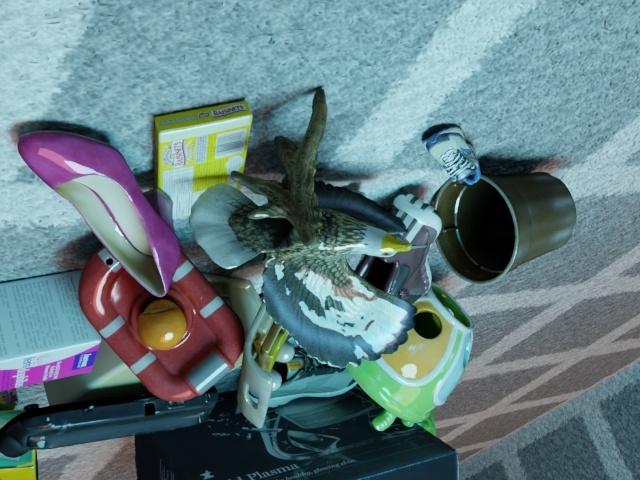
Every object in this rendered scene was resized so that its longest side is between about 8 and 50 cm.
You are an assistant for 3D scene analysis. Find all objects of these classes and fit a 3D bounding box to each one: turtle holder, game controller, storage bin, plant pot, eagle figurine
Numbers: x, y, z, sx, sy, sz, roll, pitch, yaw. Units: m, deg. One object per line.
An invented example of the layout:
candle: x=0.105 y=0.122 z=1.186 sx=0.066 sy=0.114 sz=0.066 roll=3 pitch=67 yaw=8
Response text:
turtle holder: x=0.173 y=0.200 z=1.802 sx=0.227 sy=0.243 sz=0.320 roll=-45 pitch=142 yaw=13
game controller: x=-0.312 y=0.263 z=1.460 sx=0.319 sy=0.067 sz=0.166 roll=-1 pitch=165 yaw=-38
storage bin: x=-0.249 y=0.160 z=1.498 sx=0.262 sy=0.123 sz=0.260 roll=-33 pitch=155 yaw=26
plant pot: x=0.284 y=-0.032 z=1.482 sx=0.165 sy=0.167 sz=0.167 roll=-13 pitch=158 yaw=-36
eagle figurine: x=0.009 y=0.005 z=1.192 sx=0.226 sy=0.225 sz=0.298 roll=-45 pitch=155 yaw=-7

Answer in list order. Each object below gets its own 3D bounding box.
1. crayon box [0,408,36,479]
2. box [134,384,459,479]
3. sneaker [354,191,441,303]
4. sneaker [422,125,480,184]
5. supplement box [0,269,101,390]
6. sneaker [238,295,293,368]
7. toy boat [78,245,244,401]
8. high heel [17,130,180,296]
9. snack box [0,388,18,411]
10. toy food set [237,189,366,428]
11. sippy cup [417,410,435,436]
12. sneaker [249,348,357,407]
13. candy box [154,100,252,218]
crayon box: x=-0.643 y=0.374 z=1.589 sx=0.363 sy=0.106 sz=0.313 roll=-1 pitch=154 yaw=-15
box: x=-0.057 y=0.496 z=1.912 sx=0.480 sy=0.297 sz=0.472 roll=-9 pitch=-165 yaw=-26
sneaker: x=0.093 y=0.058 z=1.498 sx=0.162 sy=0.106 sz=0.281 roll=-52 pitch=161 yaw=-26
sneaker: x=0.184 y=-0.110 z=1.330 sx=0.052 sy=0.058 sz=0.135 roll=-31 pitch=155 yaw=23
supplement box: x=-0.412 y=0.126 z=1.293 sx=0.220 sy=0.114 sz=0.111 roll=-12 pitch=155 yaw=-25
sneaker: x=-0.059 y=0.124 z=1.662 sx=0.222 sy=0.083 sz=0.118 roll=-38 pitch=171 yaw=23
toy boat: x=-0.201 y=0.098 z=1.241 sx=0.151 sy=0.231 sz=0.151 roll=-41 pitch=-172 yaw=-5
high heel: x=-0.234 y=-0.026 z=1.062 sx=0.082 sy=0.117 sz=0.244 roll=-14 pitch=154 yaw=18
snack box: x=-0.562 y=0.280 z=1.612 sx=0.100 sy=0.037 sz=0.141 roll=-4 pitch=154 yaw=-36
toy food set: x=-0.023 y=0.098 z=1.390 sx=0.092 sy=0.306 sz=0.219 roll=24 pitch=154 yaw=4
sippy cup: x=0.134 y=0.455 z=2.399 sx=0.224 sy=0.240 sz=0.305 roll=-2 pitch=122 yaw=-17
sneaker: x=-0.020 y=0.257 z=1.950 sx=0.272 sy=0.100 sz=0.108 roll=-15 pitch=152 yaw=-14
candy box: x=-0.140 y=-0.087 z=1.146 sx=0.105 sy=0.027 sz=0.206 roll=-11 pitch=156 yaw=-15
